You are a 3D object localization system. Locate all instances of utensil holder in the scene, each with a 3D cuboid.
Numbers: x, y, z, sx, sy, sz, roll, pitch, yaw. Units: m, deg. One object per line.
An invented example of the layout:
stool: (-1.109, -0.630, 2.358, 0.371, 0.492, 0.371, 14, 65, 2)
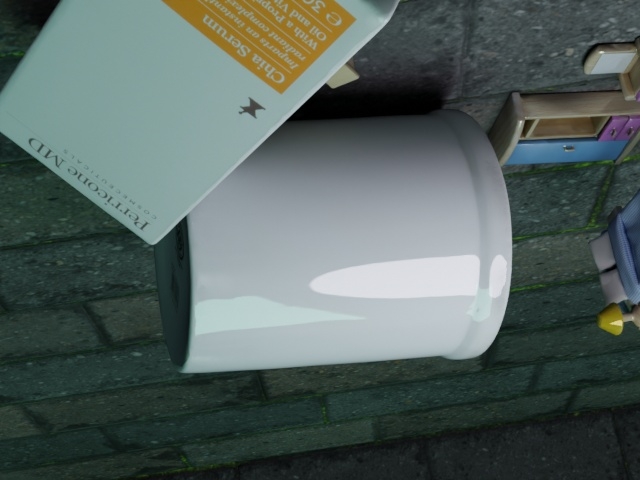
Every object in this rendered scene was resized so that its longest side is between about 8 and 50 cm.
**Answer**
utensil holder: (0.000, 0.000, 1.536, 0.385, 0.328, 0.327, -3, 156, -16)

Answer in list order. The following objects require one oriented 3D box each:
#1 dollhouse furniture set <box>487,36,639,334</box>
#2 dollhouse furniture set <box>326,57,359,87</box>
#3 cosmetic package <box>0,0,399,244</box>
dollhouse furniture set: (0.366, -0.057, 1.575, 0.198, 0.303, 0.286, -4, 156, -11)
dollhouse furniture set: (-0.069, -0.181, 1.397, 0.182, 0.101, 0.161, -19, 154, 23)
cosmetic package: (-0.120, -0.202, 1.153, 0.230, 0.161, 0.453, 37, 141, -12)
